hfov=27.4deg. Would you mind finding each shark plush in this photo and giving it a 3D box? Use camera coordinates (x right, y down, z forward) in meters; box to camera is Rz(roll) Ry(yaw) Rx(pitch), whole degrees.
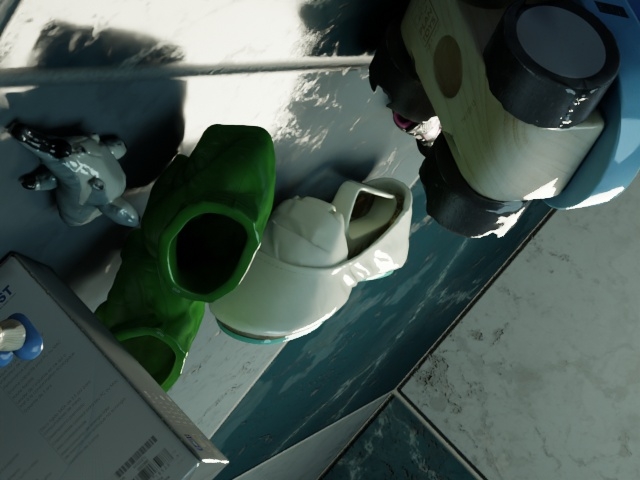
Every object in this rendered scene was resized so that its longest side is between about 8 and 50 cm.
[{"bbox_3d":[-0.187,-0.042,0.968,0.067,0.073,0.161,-16,172,8],"label":"shark plush"}]

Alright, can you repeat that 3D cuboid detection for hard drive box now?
[{"bbox_3d":[-0.220,0.156,1.050,0.181,0.232,0.089,-45,165,2],"label":"hard drive box"}]

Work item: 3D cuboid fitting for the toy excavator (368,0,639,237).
[{"bbox_3d":[0.279,-0.234,1.285,0.445,0.433,0.222,-5,147,-23],"label":"toy excavator"}]

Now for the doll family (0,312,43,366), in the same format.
[{"bbox_3d":[-0.329,0.085,0.868,0.263,0.118,0.163,-31,176,20],"label":"doll family"}]

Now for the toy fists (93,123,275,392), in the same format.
[{"bbox_3d":[-0.123,0.016,1.139,0.279,0.096,0.142,-57,-169,34],"label":"toy fists"}]

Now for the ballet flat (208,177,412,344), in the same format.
[{"bbox_3d":[0.000,0.000,1.465,0.139,0.139,0.400,-52,167,26],"label":"ballet flat"}]

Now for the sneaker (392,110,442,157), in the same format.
[{"bbox_3d":[0.114,-0.145,1.480,0.077,0.072,0.178,-29,153,-12],"label":"sneaker"}]
